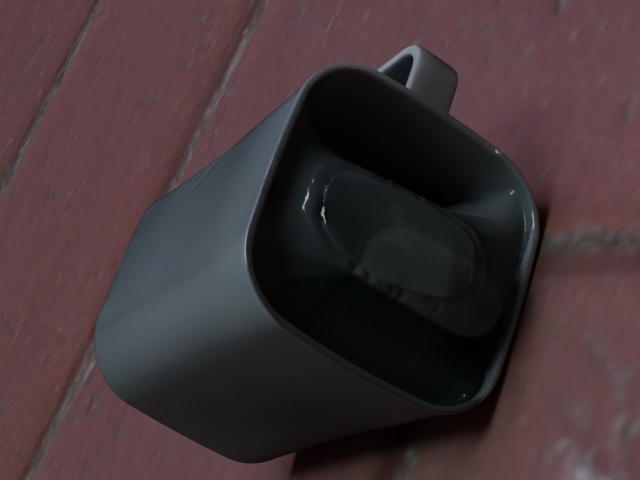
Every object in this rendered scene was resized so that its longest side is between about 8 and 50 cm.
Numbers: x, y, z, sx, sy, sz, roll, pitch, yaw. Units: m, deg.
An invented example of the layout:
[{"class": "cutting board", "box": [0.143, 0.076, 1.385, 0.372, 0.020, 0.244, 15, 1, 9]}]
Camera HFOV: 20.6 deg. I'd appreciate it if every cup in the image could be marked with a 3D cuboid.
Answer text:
[{"class": "cup", "box": [0.000, 0.000, 0.582, 0.129, 0.095, 0.128, -27, 38, 54]}]
